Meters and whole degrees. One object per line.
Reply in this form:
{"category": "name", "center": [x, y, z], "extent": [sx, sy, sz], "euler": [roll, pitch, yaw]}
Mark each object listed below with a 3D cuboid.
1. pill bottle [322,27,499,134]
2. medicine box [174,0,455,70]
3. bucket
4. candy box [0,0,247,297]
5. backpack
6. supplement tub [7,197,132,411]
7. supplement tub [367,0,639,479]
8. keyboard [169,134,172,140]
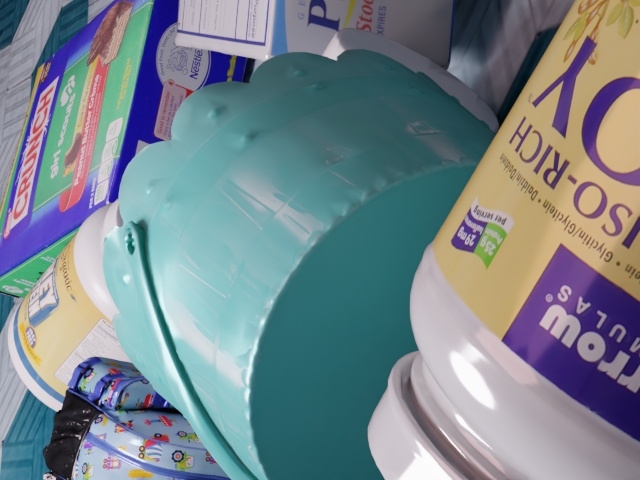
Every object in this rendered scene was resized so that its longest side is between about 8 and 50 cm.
{"category": "pill bottle", "center": [0.000, 0.000, 1.308], "extent": [0.278, 0.162, 0.162], "euler": [-59, 26, 19]}
{"category": "medicine box", "center": [-0.004, -0.272, 1.443], "extent": [0.289, 0.149, 0.263], "euler": [-156, 70, -69]}
{"category": "bucket", "center": [0.027, 0.035, 1.106], "extent": [0.281, 0.281, 0.183], "euler": [-64, 34, 10]}
{"category": "candy box", "center": [-0.204, -0.095, 1.844], "extent": [0.317, 0.122, 0.268], "euler": [-29, 46, 56]}
{"category": "backpack", "center": [-0.113, 0.166, 1.410], "extent": [0.173, 0.158, 0.117], "euler": [17, 92, 63]}
{"category": "supplement tub", "center": [-0.174, 0.055, 1.634], "extent": [0.200, 0.144, 0.144], "euler": [-47, 32, 38]}
{"category": "supplement tub", "center": [0.188, 0.000, 0.837], "extent": [0.331, 0.241, 0.241], "euler": [-61, 26, 16]}
{"category": "keyboard", "center": [-0.076, -0.010, 1.254], "extent": [0.180, 0.023, 0.108], "euler": [40, 109, 53]}
